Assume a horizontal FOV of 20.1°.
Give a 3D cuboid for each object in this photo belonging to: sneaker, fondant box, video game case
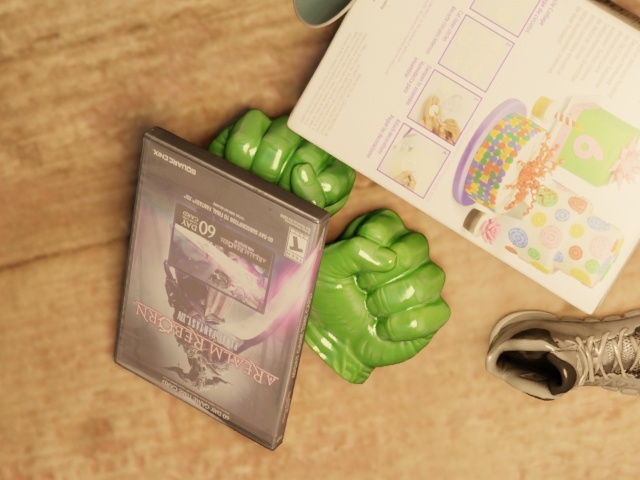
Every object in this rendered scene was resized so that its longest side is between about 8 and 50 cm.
[{"bbox_3d":[0.256,0.112,1.624,0.229,0.132,0.086,-3,99,17],"label":"sneaker"},{"bbox_3d":[0.171,-0.124,1.626,0.330,0.096,0.238,33,106,9],"label":"fondant box"},{"bbox_3d":[-0.099,0.049,1.703,0.196,0.026,0.274,27,126,21],"label":"video game case"}]

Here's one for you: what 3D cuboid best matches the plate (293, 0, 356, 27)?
[{"bbox_3d":[0.034,-0.274,1.614,0.024,0.188,0.188,21,108,-25],"label":"plate"}]

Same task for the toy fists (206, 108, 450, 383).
[{"bbox_3d":[0.000,0.000,1.697,0.279,0.096,0.142,47,108,5],"label":"toy fists"}]
